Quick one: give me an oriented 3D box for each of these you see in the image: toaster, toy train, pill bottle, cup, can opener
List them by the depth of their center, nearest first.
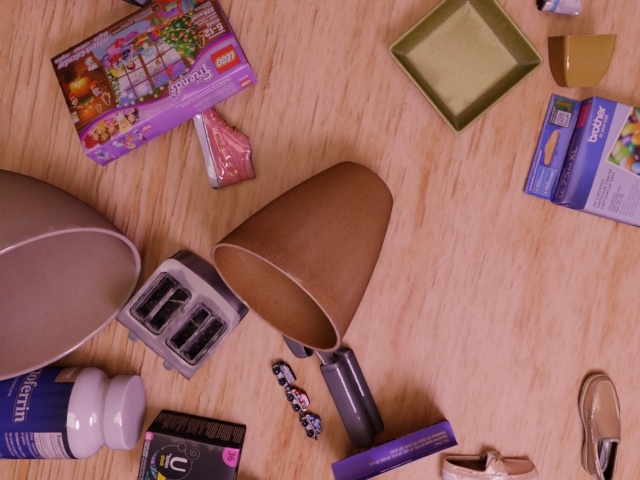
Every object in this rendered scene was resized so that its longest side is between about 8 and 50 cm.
[{"bbox_3d":[-0.490,0.026,0.949,0.331,0.331,0.237,-45,67,5],"label":"cup"},{"bbox_3d":[-0.224,0.121,1.028,0.168,0.110,0.185,42,95,-4],"label":"toaster"},{"bbox_3d":[-0.446,0.292,1.028,0.265,0.153,0.153,-1,96,0],"label":"pill bottle"},{"bbox_3d":[0.016,0.227,1.065,0.095,0.076,0.283,-19,96,35],"label":"can opener"},{"bbox_3d":[-0.038,0.286,1.083,0.036,0.027,0.158,-28,94,-7],"label":"toy train"}]

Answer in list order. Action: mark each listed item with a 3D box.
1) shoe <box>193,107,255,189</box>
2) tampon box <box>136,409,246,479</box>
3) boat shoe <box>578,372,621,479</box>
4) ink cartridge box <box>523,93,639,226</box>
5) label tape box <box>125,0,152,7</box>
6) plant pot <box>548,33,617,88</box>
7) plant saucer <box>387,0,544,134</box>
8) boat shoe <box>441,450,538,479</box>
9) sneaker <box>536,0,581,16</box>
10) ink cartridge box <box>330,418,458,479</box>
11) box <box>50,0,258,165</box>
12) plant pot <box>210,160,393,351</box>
[{"bbox_3d":[-0.164,-0.180,1.024,0.081,0.063,0.178,-13,98,-2],"label":"shoe"},{"bbox_3d":[-0.223,0.383,1.057,0.161,0.101,0.120,11,96,0],"label":"tampon box"},{"bbox_3d":[0.497,0.330,1.052,0.068,0.072,0.190,-5,95,2],"label":"boat shoe"},{"bbox_3d":[0.521,-0.123,1.016,0.311,0.065,0.185,16,95,1],"label":"ink cartridge box"},{"bbox_3d":[-0.394,-0.457,0.854,0.249,0.347,0.115,21,100,-1],"label":"label tape box"},{"bbox_3d":[0.425,-0.294,0.992,0.081,0.081,0.083,-3,108,1],"label":"plant pot"},{"bbox_3d":[0.238,-0.305,1.009,0.188,0.045,0.188,-40,94,5],"label":"plant saucer"},{"bbox_3d":[0.298,0.403,1.069,0.170,0.063,0.059,-6,101,2],"label":"boat shoe"},{"bbox_3d":[0.426,-0.458,0.986,0.083,0.071,0.190,17,104,-7],"label":"sneaker"},{"bbox_3d":[0.123,0.350,0.997,0.206,0.208,0.045,-22,72,3],"label":"ink cartridge box"},{"bbox_3d":[-0.272,-0.276,0.980,0.293,0.057,0.201,-28,71,4],"label":"box"},{"bbox_3d":[0.000,0.000,0.950,0.237,0.237,0.254,40,65,-3],"label":"plant pot"}]
